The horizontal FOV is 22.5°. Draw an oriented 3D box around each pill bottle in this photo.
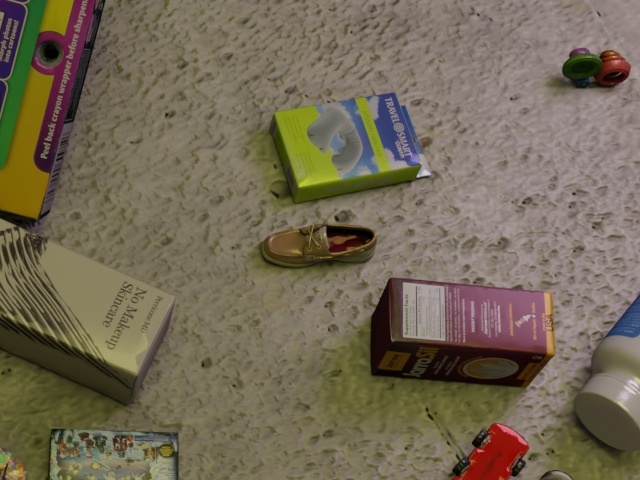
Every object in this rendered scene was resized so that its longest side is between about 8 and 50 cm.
[{"bbox_3d":[0.386,0.131,1.831,0.124,0.124,0.221,40,63,10],"label":"pill bottle"}]

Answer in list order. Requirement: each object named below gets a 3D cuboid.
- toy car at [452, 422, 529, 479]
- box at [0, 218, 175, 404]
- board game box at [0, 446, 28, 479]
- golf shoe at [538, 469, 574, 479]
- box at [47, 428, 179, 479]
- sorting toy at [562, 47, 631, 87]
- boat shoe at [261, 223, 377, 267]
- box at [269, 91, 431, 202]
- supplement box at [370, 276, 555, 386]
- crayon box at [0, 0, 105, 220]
[{"bbox_3d":[0.111,0.306,1.723,0.225,0.053,0.239,7,61,-8],"label":"toy car"},{"bbox_3d":[-0.304,0.065,1.732,0.275,0.094,0.113,22,61,0],"label":"box"},{"bbox_3d":[-0.374,0.275,1.645,0.133,0.033,0.168,9,62,-8],"label":"board game box"},{"bbox_3d":[0.293,0.332,1.738,0.186,0.067,0.086,64,25,1],"label":"golf shoe"},{"bbox_3d":[-0.218,0.248,1.695,0.137,0.027,0.094,3,64,-11],"label":"box"},{"bbox_3d":[0.345,-0.226,2.041,0.102,0.061,0.042,11,59,-33],"label":"sorting toy"},{"bbox_3d":[0.000,0.000,1.858,0.135,0.045,0.050,-4,64,-14],"label":"boat shoe"},{"bbox_3d":[0.040,-0.114,1.928,0.178,0.042,0.109,-11,67,-16],"label":"box"},{"bbox_3d":[0.158,0.105,1.806,0.188,0.104,0.080,5,63,-9],"label":"supplement box"},{"bbox_3d":[-0.409,-0.238,1.759,0.313,0.106,0.362,16,96,-3],"label":"crayon box"}]
